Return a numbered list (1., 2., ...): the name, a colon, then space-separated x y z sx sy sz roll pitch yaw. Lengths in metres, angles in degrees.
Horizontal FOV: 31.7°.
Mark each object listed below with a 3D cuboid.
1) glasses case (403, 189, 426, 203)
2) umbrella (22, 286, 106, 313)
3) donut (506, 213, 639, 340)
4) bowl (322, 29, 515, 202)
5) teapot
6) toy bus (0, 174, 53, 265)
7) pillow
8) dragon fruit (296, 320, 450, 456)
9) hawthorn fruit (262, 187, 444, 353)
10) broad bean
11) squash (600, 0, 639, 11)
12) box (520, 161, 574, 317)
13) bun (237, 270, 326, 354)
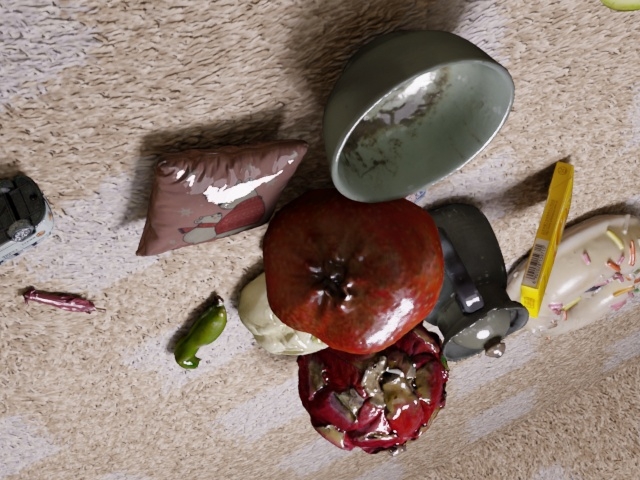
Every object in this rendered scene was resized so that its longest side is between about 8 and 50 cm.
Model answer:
1. glasses case: 0.116 -0.089 1.897 0.067 0.045 0.178 -38 152 24
2. umbrella: -0.401 0.097 1.770 0.027 0.025 0.165 -21 157 31
3. donut: 0.596 0.088 2.558 0.383 0.142 0.382 -23 154 -12
4. bowl: 0.116 -0.199 1.593 0.289 0.146 0.289 -21 151 -12
5. teapot: 0.274 0.077 2.073 0.223 0.285 0.305 -16 152 -23
6. toy bus: -0.440 -0.007 1.487 0.194 0.087 0.089 -29 160 2
7. pillow: -0.149 -0.065 1.651 0.236 0.084 0.223 -12 151 -24
8. dragon fruit: 0.103 0.267 2.241 0.329 0.329 0.329 -22 153 -12
9. hawthorn fruit: 0.066 0.031 1.793 0.287 0.287 0.330 -38 176 20
10. broad bean: -0.215 0.171 2.048 0.070 0.048 0.213 -4 145 -33
11. squash: 0.500 -0.441 1.638 0.252 0.049 0.252 -20 153 -11
12. box: 0.437 0.000 2.167 0.152 0.043 0.269 71 38 -65
13. bun: -0.029 0.122 2.036 0.229 0.145 0.229 -21 156 -10
